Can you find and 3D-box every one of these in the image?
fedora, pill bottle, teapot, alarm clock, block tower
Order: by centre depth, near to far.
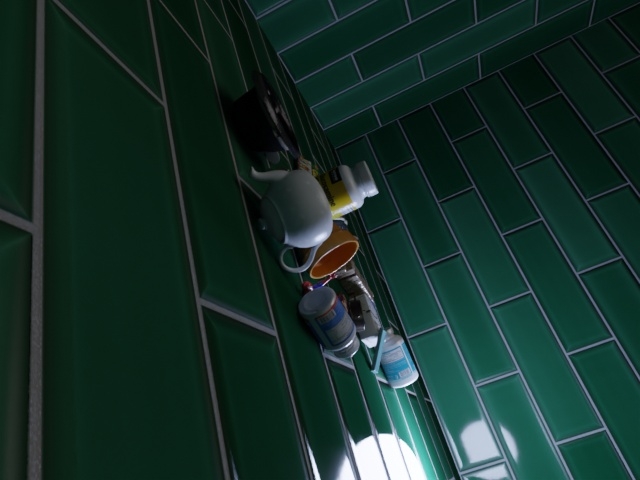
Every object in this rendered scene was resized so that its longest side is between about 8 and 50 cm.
[{"bbox_3d":[-0.094,-0.073,1.377,0.256,0.187,0.252,53,-24,28],"label":"teapot"},{"bbox_3d":[0.033,0.256,1.409,0.124,0.124,0.221,-96,160,-57],"label":"pill bottle"},{"bbox_3d":[-0.202,-0.411,1.610,0.334,0.153,0.333,-22,90,-82],"label":"fedora"},{"bbox_3d":[0.052,-0.186,1.854,0.187,0.334,0.188,61,12,-23],"label":"pill bottle"},{"bbox_3d":[0.144,0.323,1.912,0.192,0.064,0.129,79,1,-47],"label":"alarm clock"},{"bbox_3d":[0.159,0.205,2.176,0.335,0.091,0.097,55,17,-43],"label":"block tower"},{"bbox_3d":[0.350,0.551,2.203,0.264,0.146,0.146,67,11,3],"label":"pill bottle"}]

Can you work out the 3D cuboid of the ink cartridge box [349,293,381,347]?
[{"bbox_3d":[0.215,0.367,2.112,0.148,0.086,0.203,49,21,-55],"label":"ink cartridge box"}]

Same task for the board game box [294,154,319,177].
[{"bbox_3d":[-0.066,-0.335,2.261,0.136,0.030,0.259,33,24,-21],"label":"board game box"}]

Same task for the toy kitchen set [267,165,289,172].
[{"bbox_3d":[-0.156,-0.231,1.694,0.068,0.083,0.075,25,7,9],"label":"toy kitchen set"}]

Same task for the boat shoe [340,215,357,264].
[{"bbox_3d":[0.132,0.011,2.361,0.123,0.123,0.341,44,24,-62],"label":"boat shoe"}]

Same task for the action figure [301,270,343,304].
[{"bbox_3d":[0.039,0.211,1.516,0.280,0.139,0.091,54,15,-37],"label":"action figure"}]

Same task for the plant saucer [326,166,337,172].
[{"bbox_3d":[0.039,-0.231,2.311,0.278,0.041,0.277,14,90,-75],"label":"plant saucer"}]

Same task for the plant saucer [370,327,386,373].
[{"bbox_3d":[0.252,0.475,1.996,0.067,0.018,0.191,49,53,-55],"label":"plant saucer"}]

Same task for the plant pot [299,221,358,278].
[{"bbox_3d":[0.000,0.000,1.650,0.188,0.205,0.205,54,6,23],"label":"plant pot"}]

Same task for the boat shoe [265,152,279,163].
[{"bbox_3d":[-0.201,-0.359,1.780,0.142,0.049,0.040,56,15,-34],"label":"boat shoe"}]

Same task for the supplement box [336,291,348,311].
[{"bbox_3d":[0.078,0.250,1.832,0.055,0.043,0.083,61,12,-22],"label":"supplement box"}]

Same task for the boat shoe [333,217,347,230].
[{"bbox_3d":[0.053,-0.047,2.147,0.340,0.127,0.112,12,78,-79],"label":"boat shoe"}]
